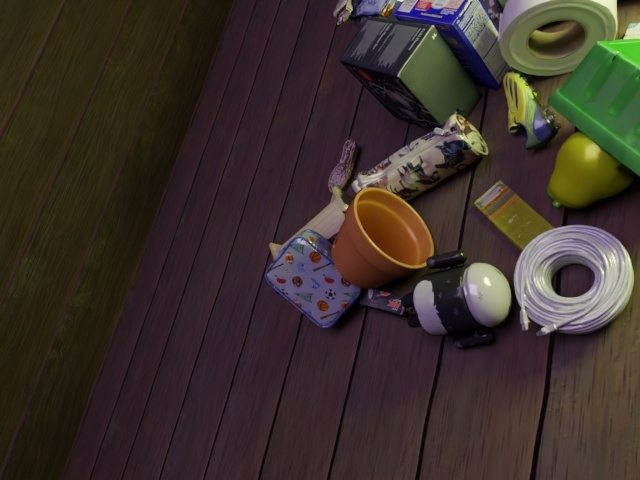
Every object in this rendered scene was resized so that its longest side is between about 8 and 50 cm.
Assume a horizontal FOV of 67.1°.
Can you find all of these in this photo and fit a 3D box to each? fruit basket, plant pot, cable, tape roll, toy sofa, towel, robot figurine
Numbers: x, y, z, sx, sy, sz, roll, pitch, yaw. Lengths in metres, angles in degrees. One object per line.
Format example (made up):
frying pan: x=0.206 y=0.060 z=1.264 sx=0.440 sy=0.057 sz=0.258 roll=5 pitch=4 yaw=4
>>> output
fruit basket: x=0.704 y=-0.230 z=1.119 sx=0.392 sy=0.282 sz=0.392 roll=170 pitch=90 yaw=-75
plant pot: x=0.169 y=0.014 z=1.471 sx=0.203 sy=0.290 sz=0.291 roll=-48 pitch=40 yaw=40
cable: x=0.587 y=0.092 z=1.130 sx=0.257 sy=0.089 sz=0.257 roll=-22 pitch=54 yaw=35
tape roll: x=0.632 y=-0.575 z=1.298 sx=0.286 sy=0.286 sz=0.100 roll=-8 pitch=64 yaw=42
toy sofa: x=0.000 y=0.000 z=1.718 sx=0.362 sy=0.150 sz=0.177 roll=-41 pitch=50 yaw=22
towel: x=0.527 y=-0.066 z=1.325 sx=0.102 sy=0.021 sz=0.237 roll=-47 pitch=44 yaw=17
robot figurine: x=0.356 y=0.156 z=1.266 sx=0.278 sy=0.209 sz=0.174 roll=-20 pitch=35 yaw=38

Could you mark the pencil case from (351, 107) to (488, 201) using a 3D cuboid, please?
pencil case: x=0.302 y=-0.238 z=1.521 sx=0.410 sy=0.183 sz=0.160 roll=-30 pitch=51 yaw=32

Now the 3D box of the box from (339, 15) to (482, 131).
box: x=0.292 y=-0.529 z=1.567 sx=0.179 sy=0.343 sz=0.312 roll=-56 pitch=41 yaw=4

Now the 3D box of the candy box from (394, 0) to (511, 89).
candy box: x=0.425 y=-0.635 z=1.511 sx=0.122 sy=0.317 sz=0.268 roll=-54 pitch=43 yaw=6

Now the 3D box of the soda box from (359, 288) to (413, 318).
soda box: x=0.204 y=0.190 z=1.483 sx=0.169 sy=0.053 sz=0.060 roll=9 pitch=76 yaw=46

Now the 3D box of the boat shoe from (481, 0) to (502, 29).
boat shoe: x=0.547 y=-0.778 z=1.615 sx=0.112 sy=0.095 sz=0.335 roll=-31 pitch=52 yaw=48

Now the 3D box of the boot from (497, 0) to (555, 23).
boot: x=0.697 y=-0.806 z=1.327 sx=0.445 sy=0.367 sz=0.146 roll=7 pitch=39 yaw=47

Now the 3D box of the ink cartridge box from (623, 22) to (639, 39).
ink cartridge box: x=0.827 y=-0.528 z=1.270 sx=0.048 sy=0.028 sz=0.083 roll=19 pitch=83 yaw=48

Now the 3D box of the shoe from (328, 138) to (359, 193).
shoe: x=0.095 y=-0.276 z=1.850 sx=0.076 sy=0.058 sz=0.219 roll=22 pitch=89 yaw=28

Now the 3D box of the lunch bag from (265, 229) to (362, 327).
lunch bag: x=-0.023 y=0.125 z=1.577 sx=0.303 sy=0.115 sz=0.243 roll=41 pitch=114 yaw=3

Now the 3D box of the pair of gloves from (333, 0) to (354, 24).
pair of gloves: x=0.131 y=-0.876 z=1.675 sx=0.240 sy=0.042 sz=0.204 roll=-25 pitch=46 yaw=44

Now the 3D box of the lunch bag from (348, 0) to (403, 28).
lunch bag: x=0.347 y=-0.852 z=1.697 sx=0.386 sy=0.327 sz=0.239 roll=-58 pitch=37 yaw=0

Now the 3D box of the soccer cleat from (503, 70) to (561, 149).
soccer cleat: x=0.577 y=-0.380 z=1.394 sx=0.121 sy=0.093 sz=0.289 roll=-40 pitch=45 yaw=32
